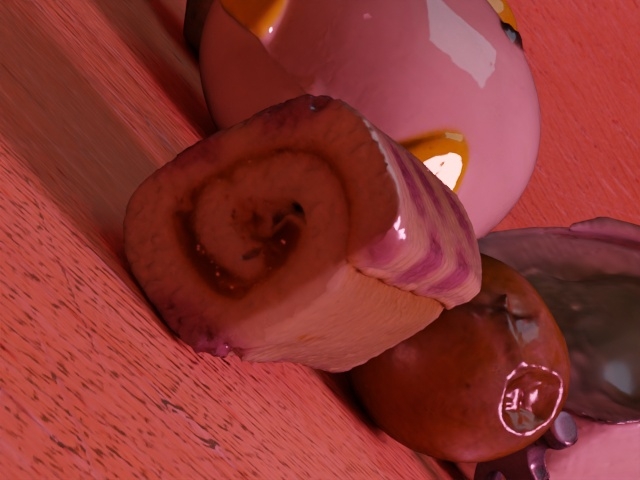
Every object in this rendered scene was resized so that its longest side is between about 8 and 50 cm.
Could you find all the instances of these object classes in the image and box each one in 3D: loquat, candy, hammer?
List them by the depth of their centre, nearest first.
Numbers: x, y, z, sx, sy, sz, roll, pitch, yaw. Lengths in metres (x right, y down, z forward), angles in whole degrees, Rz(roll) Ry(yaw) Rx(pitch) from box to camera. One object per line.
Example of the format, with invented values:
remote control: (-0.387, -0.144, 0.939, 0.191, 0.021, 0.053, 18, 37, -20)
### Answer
loquat: (0.107, 0.092, 1.562, 0.227, 0.179, 0.179, 32, -10, 50)
hammer: (0.220, 0.299, 1.594, 0.037, 0.137, 0.290, -18, 81, -42)
candy: (0.270, 0.130, 1.833, 0.427, 0.386, 0.186, -123, -149, -48)

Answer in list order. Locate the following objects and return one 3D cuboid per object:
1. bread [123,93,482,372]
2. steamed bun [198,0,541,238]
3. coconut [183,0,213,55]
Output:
bread: (0.000, 0.000, 1.328, 0.155, 0.187, 0.338, 61, 10, 14)
steamed bun: (0.050, -0.150, 1.882, 0.374, 0.334, 0.334, 44, 7, 8)
coconut: (-0.055, -0.287, 2.207, 0.259, 0.259, 0.259, 50, 8, -9)
